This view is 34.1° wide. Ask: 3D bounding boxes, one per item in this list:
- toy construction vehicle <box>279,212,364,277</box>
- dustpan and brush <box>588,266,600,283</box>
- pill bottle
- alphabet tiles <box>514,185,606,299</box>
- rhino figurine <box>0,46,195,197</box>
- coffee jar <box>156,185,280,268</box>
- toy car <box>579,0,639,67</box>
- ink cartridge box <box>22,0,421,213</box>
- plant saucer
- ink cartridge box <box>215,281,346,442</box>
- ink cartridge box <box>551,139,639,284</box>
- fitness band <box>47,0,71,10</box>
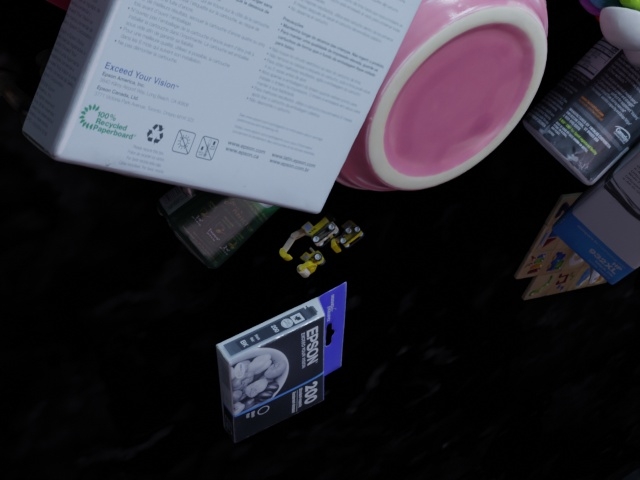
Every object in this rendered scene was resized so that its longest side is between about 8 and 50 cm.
[{"bbox_3d":[0.000,0.000,1.320,0.098,0.035,0.086,-39,157,4],"label":"toy construction vehicle"},{"bbox_3d":[0.469,-0.026,1.680,0.147,0.060,0.211,-6,133,-39],"label":"dustpan and brush"},{"bbox_3d":[0.395,-0.200,1.366,0.246,0.130,0.130,-46,146,10],"label":"pill bottle"},{"bbox_3d":[0.477,-0.022,1.757,0.342,0.011,0.285,-8,134,-37],"label":"alphabet tiles"},{"bbox_3d":[-0.178,-0.098,0.967,0.243,0.106,0.073,17,118,-51],"label":"rhino figurine"},{"bbox_3d":[-0.078,-0.061,1.120,0.184,0.079,0.096,-39,119,0],"label":"coffee jar"},{"bbox_3d":[0.371,-0.298,1.233,0.182,0.136,0.159,15,97,-55],"label":"toy car"},{"bbox_3d":[-0.053,-0.198,0.895,0.324,0.071,0.330,11,108,-50],"label":"ink cartridge box"},{"bbox_3d":[0.136,-0.179,1.191,0.332,0.084,0.332,-25,143,-21],"label":"plant saucer"},{"bbox_3d":[-0.043,0.174,1.465,0.208,0.045,0.206,-25,143,-22],"label":"ink cartridge box"},{"bbox_3d":[0.487,-0.098,1.433,0.223,0.129,0.307,-42,173,-25],"label":"ink cartridge box"},{"bbox_3d":[-0.146,-0.272,0.853,0.209,0.054,0.291,-48,144,18],"label":"fitness band"}]
